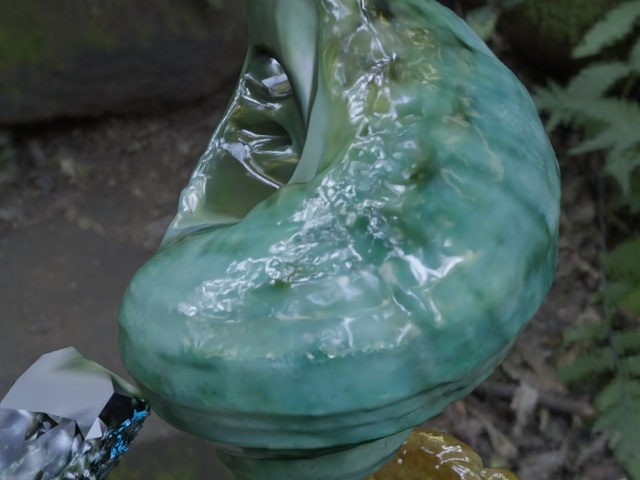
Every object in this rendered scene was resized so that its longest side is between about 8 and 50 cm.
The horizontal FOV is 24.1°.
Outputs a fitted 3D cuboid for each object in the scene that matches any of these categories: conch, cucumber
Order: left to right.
[{"bbox_3d":[-0.127,0.126,0.391,0.043,0.044,0.256,24,49,14],"label":"cucumber"},{"bbox_3d":[0.003,-0.002,0.519,0.176,0.122,0.188,26,86,50],"label":"conch"}]

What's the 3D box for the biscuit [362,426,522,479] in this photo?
[{"bbox_3d":[0.026,0.186,0.649,0.226,0.042,0.225,-28,51,42],"label":"biscuit"}]
